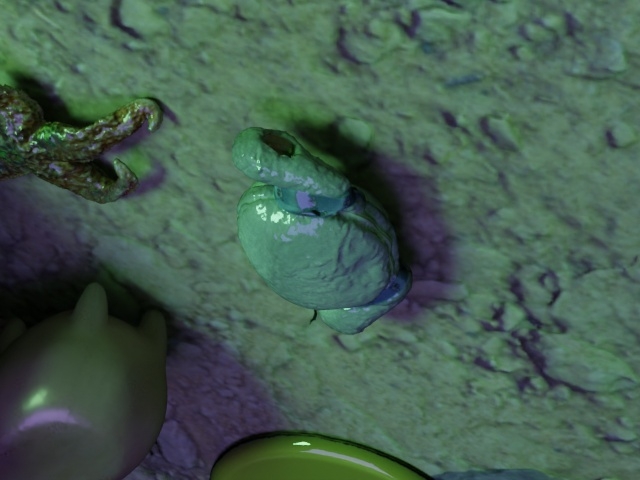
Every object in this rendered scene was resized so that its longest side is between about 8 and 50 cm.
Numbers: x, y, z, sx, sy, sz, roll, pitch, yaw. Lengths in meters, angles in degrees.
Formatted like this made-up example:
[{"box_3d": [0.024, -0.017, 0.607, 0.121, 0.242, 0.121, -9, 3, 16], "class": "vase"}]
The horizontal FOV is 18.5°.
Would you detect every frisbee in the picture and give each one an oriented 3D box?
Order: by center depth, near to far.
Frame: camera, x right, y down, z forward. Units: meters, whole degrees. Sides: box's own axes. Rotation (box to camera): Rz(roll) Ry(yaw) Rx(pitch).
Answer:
[{"box_3d": [0.014, 0.240, 1.688, 0.236, 0.017, 0.236, 12, 142, 9], "class": "frisbee"}]

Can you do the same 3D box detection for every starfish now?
[{"box_3d": [-0.203, -0.075, 1.376, 0.209, 0.053, 0.150, -9, 147, 27], "class": "starfish"}]

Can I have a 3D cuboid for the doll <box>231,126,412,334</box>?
[{"box_3d": [0.000, 0.000, 1.345, 0.103, 0.071, 0.214, 0, 143, 26], "class": "doll"}]

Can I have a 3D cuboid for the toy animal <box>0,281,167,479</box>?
[{"box_3d": [-0.228, 0.134, 1.547, 0.250, 0.154, 0.166, -17, 143, 42], "class": "toy animal"}]
